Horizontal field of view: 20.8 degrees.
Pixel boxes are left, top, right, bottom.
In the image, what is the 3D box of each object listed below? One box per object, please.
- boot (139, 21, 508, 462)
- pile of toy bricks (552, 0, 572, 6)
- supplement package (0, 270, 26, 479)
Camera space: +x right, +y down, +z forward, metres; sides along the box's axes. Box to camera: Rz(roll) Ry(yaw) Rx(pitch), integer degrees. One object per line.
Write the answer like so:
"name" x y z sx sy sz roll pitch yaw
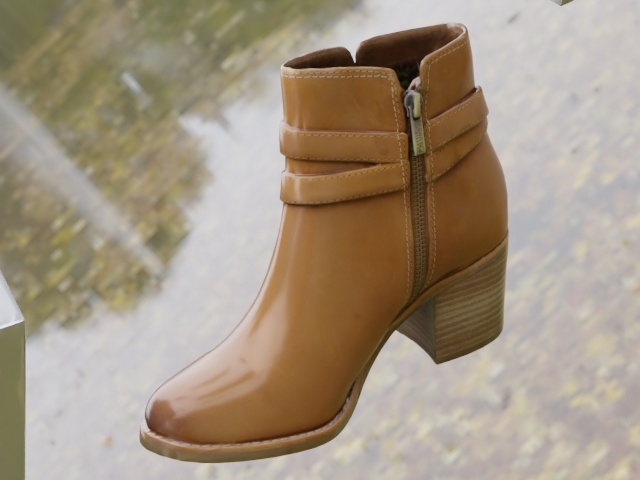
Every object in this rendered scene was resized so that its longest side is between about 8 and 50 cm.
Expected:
"boot" 0.000 0.000 1.070 0.283 0.220 0.109 -20 30 -23
"pile of toy bricks" 0.243 -0.288 1.450 0.212 0.105 0.118 -26 48 -32
"supplement package" -0.312 0.033 1.031 0.198 0.263 0.199 -18 -33 -22
